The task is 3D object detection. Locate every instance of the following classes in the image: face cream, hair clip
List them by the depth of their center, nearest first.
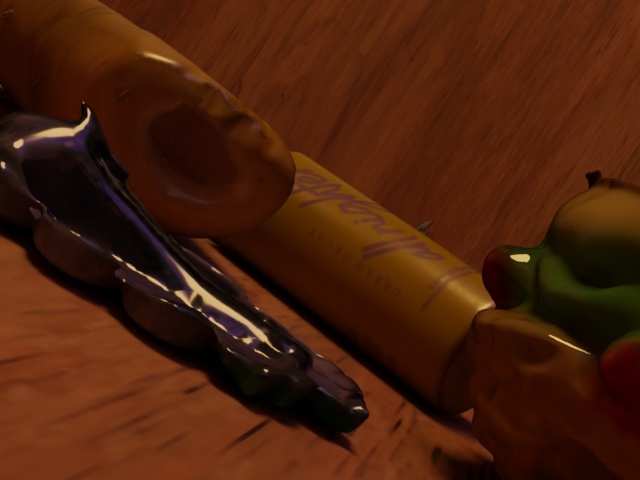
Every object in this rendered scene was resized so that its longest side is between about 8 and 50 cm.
[{"bbox_3d":[-0.056,0.009,0.519,0.195,0.052,0.124,38,11,5],"label":"hair clip"},{"bbox_3d":[0.000,0.000,0.769,0.273,0.078,0.078,36,6,33],"label":"face cream"}]

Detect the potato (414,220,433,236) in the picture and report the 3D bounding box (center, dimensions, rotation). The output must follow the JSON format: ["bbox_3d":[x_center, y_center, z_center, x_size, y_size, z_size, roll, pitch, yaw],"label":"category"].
[{"bbox_3d":[0.062,0.034,0.853,0.061,0.086,0.122,47,3,-2],"label":"potato"}]

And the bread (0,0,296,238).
[{"bbox_3d":[-0.126,-0.087,0.749,0.142,0.091,0.305,31,5,-33],"label":"bread"}]

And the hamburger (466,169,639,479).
[{"bbox_3d":[0.161,0.084,0.574,0.237,0.149,0.237,40,-1,1],"label":"hamburger"}]
